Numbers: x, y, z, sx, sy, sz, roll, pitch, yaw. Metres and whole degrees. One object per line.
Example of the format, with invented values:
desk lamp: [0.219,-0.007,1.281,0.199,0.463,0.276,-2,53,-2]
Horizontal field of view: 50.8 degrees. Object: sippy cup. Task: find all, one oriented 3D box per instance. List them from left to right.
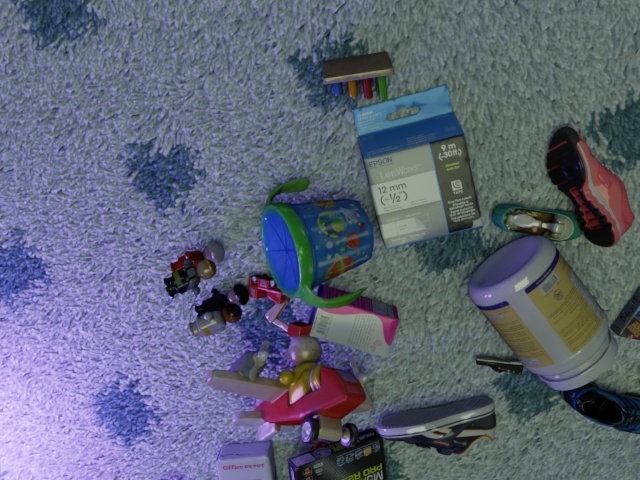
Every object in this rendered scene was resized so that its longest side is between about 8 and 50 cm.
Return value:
sippy cup: [0.000,0.000,1.640,0.223,0.240,0.306,-16,101,-24]

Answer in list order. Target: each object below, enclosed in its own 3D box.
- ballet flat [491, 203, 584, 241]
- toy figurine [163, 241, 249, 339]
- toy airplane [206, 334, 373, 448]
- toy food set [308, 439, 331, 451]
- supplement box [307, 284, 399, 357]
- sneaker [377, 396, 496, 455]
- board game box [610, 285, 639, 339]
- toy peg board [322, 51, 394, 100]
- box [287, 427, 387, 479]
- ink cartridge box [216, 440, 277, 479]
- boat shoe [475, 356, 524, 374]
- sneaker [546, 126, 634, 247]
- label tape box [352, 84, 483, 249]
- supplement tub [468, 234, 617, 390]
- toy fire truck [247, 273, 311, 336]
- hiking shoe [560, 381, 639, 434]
ballet flat: [0.555,-0.038,1.691,0.247,0.087,0.083,9,104,-1]
toy figurine: [-0.280,0.123,1.698,0.148,0.209,0.213,-25,103,2]
toy airplane: [-0.059,0.378,1.724,0.383,0.386,0.273,2,72,11]
toy food set: [0.006,0.603,1.903,0.083,0.020,0.083,26,103,-5]
supplement box: [0.083,0.208,1.755,0.219,0.114,0.111,17,104,-1]
sneaker: [0.319,0.519,1.817,0.320,0.126,0.128,-11,98,3]
board game box: [0.869,0.204,1.754,0.194,0.060,0.194,43,103,-8]
toy peg board: [0.089,-0.378,1.593,0.160,0.161,0.079,-8,118,4]
box: [0.053,0.657,1.834,0.269,0.060,0.217,-12,104,-25]
ink cartridge box: [-0.199,0.679,1.894,0.152,0.087,0.209,-5,105,4]
boat shoe: [0.479,0.335,1.805,0.132,0.049,0.042,8,96,-5]
sneaker: [0.672,-0.144,1.668,0.136,0.116,0.314,-28,94,-25]
label tape box: [0.236,-0.178,1.655,0.248,0.115,0.348,-14,105,5]
supplement tub: [0.550,0.179,1.666,0.241,0.241,0.331,-37,100,10]
toy fire truck: [-0.109,0.165,1.731,0.191,0.047,0.136,9,97,36]
hiking shoe: [0.788,0.463,1.784,0.303,0.132,0.113,18,104,-3]
